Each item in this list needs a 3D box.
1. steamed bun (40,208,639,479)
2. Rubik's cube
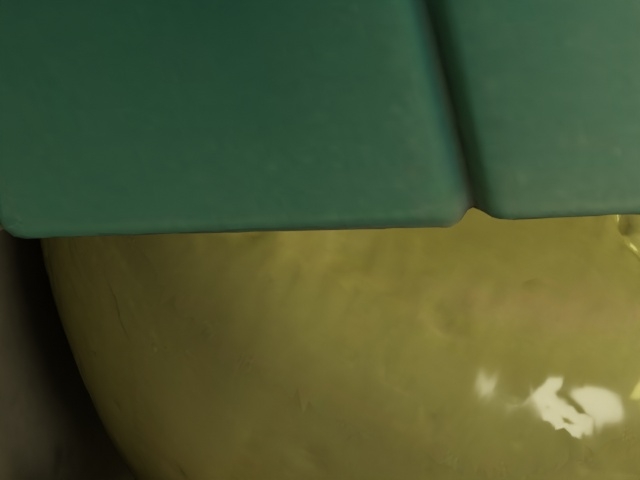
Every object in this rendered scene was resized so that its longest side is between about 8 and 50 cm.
[{"bbox_3d":[0.041,0.025,0.745,0.312,0.334,0.233,-49,158,-43],"label":"steamed bun"},{"bbox_3d":[-0.025,-0.213,0.536,0.319,0.322,0.316,-67,150,-48],"label":"Rubik's cube"}]
